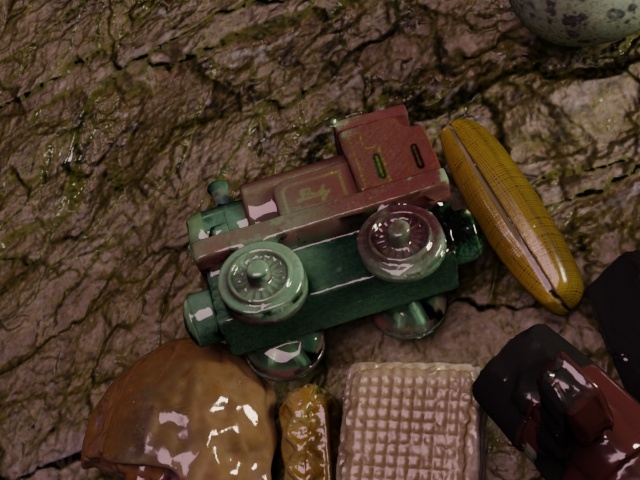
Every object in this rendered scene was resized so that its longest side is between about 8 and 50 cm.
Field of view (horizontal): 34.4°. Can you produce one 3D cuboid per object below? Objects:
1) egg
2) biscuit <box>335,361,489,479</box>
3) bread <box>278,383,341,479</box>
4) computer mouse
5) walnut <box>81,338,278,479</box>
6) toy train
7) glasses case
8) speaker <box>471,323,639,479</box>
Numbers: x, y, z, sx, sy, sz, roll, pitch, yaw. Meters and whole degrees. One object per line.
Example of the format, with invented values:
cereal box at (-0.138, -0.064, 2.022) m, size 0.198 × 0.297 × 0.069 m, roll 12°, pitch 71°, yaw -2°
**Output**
egg at (0.281, -0.269, 1.081) m, size 0.172 × 0.132 × 0.132 m, roll 9°, pitch 70°, yaw 13°
biscuit at (0.075, 0.316, 0.929) m, size 0.144 × 0.078 × 0.426 m, roll -2°, pitch 67°, yaw 19°
bread at (-0.008, 0.197, 1.020) m, size 0.060 × 0.066 × 0.110 m, roll -29°, pitch 62°, yaw 59°
computer mouse at (0.325, 0.101, 0.934) m, size 0.122 × 0.073 × 0.217 m, roll -21°, pitch 60°, yaw 11°
walnut at (-0.135, 0.192, 1.031) m, size 0.238 × 0.141 × 0.204 m, roll 38°, pitch 79°, yaw 27°
toy train at (0.000, 0.000, 1.041) m, size 0.304 × 0.150 × 0.222 m, roll -17°, pitch 54°, yaw -3°
glasses case at (0.190, -0.028, 1.037) m, size 0.064 × 0.079 × 0.234 m, roll -35°, pitch 59°, yaw 14°
speaker at (0.239, 0.206, 0.803) m, size 0.329 × 0.259 × 0.198 m, roll 42°, pitch 113°, yaw 26°
